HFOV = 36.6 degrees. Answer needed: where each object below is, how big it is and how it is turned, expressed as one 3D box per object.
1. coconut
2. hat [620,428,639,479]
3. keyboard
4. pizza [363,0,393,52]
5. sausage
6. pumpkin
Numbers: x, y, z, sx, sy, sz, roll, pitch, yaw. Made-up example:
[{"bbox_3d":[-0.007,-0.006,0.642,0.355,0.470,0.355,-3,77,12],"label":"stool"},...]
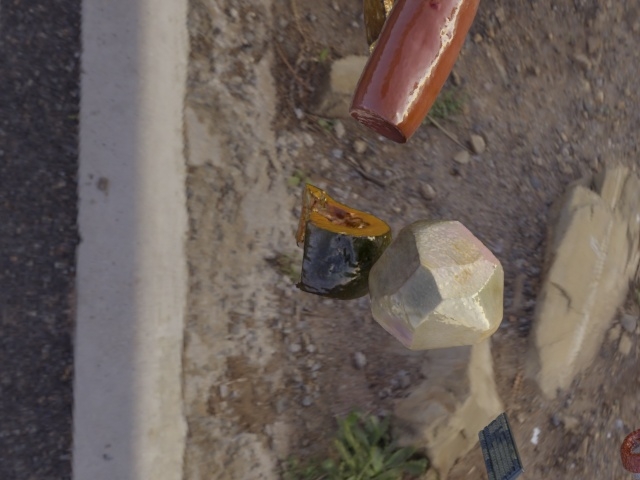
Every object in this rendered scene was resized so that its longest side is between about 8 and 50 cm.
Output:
[{"bbox_3d":[0.195,0.086,1.600,0.237,0.237,0.197,36,136,17],"label":"coconut"},{"bbox_3d":[0.599,0.415,1.716,0.112,0.093,0.162,-26,105,-7],"label":"hat"},{"bbox_3d":[0.253,0.298,1.365,0.014,0.176,0.055,44,103,-8],"label":"keyboard"},{"bbox_3d":[0.113,-0.419,1.763,0.041,0.131,0.178,-12,118,-16],"label":"pizza"},{"bbox_3d":[0.129,-0.257,1.248,0.113,0.113,0.259,24,83,18],"label":"sausage"},{"bbox_3d":[0.000,0.001,1.838,0.280,0.190,0.139,27,117,38],"label":"pumpkin"}]
